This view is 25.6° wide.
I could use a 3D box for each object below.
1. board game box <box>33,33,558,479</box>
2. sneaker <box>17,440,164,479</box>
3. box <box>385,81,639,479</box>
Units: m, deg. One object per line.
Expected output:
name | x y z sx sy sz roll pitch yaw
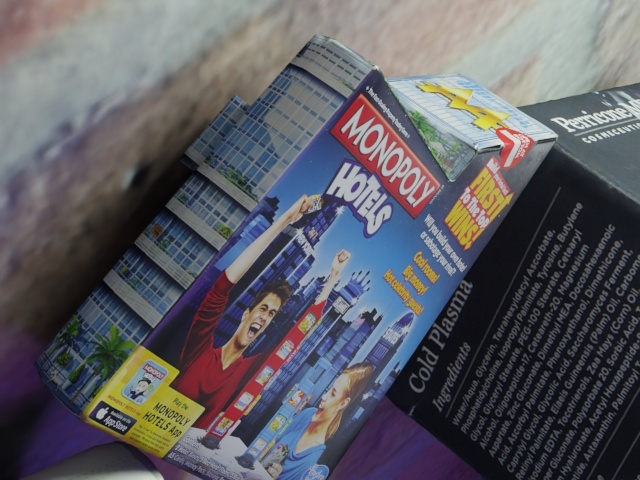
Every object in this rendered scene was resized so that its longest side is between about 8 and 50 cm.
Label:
board game box | 0.000 0.000 0.533 0.194 0.060 0.194 -51 152 -4
sneaker | -0.093 0.206 0.571 0.146 0.122 0.330 -33 147 -28
box | 0.267 0.063 0.736 0.343 0.312 0.179 -16 135 -49
